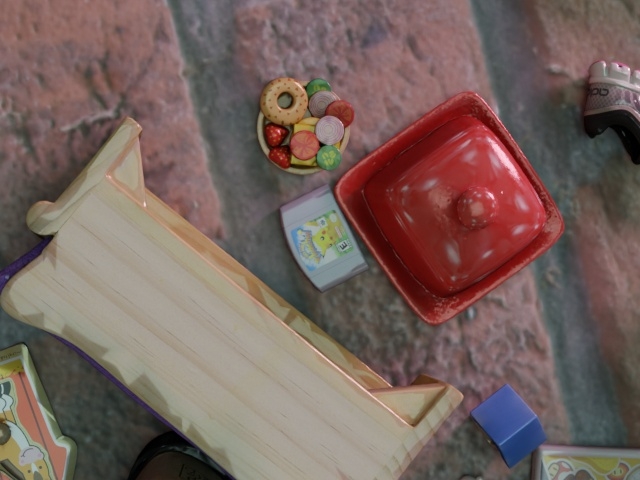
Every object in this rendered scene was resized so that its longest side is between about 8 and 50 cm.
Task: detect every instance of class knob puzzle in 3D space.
[{"bbox_3d":[-0.294,0.205,1.358,0.213,0.030,0.213,0,92,-9],"label":"knob puzzle"}]

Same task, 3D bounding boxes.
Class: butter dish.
[{"bbox_3d":[0.120,-0.027,1.373,0.160,0.118,0.160,-36,96,-7],"label":"butter dish"}]

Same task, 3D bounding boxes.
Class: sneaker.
[{"bbox_3d":[0.304,-0.095,1.430,0.170,0.063,0.074,21,88,-4],"label":"sneaker"}]

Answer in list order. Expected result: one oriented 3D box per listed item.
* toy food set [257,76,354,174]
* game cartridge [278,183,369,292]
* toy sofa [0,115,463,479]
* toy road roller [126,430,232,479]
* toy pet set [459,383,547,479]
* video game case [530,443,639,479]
[{"bbox_3d":[-0.013,-0.098,1.399,0.083,0.020,0.083,4,91,-9],"label":"toy food set"},{"bbox_3d":[0.000,0.000,1.407,0.056,0.017,0.083,-27,95,-4],"label":"game cartridge"},{"bbox_3d":[-0.079,0.080,1.319,0.362,0.150,0.177,39,85,-5],"label":"toy sofa"},{"bbox_3d":[-0.086,0.330,1.317,0.329,0.202,0.240,36,99,-5],"label":"toy road roller"},{"bbox_3d":[0.138,0.188,1.409,0.114,0.065,0.122,-36,97,-6],"label":"toy pet set"},{"bbox_3d":[0.294,0.289,1.456,0.227,0.026,0.206,3,91,-9],"label":"video game case"}]
